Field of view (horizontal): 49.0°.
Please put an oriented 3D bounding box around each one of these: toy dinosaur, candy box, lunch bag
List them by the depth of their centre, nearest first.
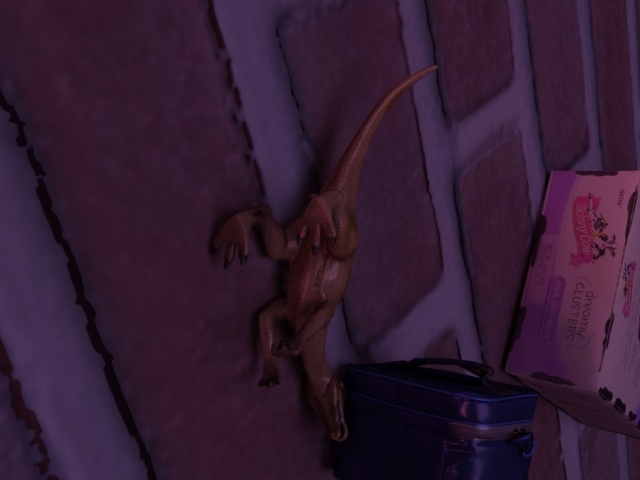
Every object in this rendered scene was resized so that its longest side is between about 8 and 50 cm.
[{"bbox_3d":[0.000,0.000,0.314,0.092,0.053,0.183,4,98,-65],"label":"toy dinosaur"},{"bbox_3d":[0.057,0.090,0.341,0.067,0.098,0.065,8,85,-45],"label":"lunch bag"},{"bbox_3d":[0.233,0.058,0.569,0.196,0.070,0.165,35,68,-47],"label":"candy box"}]
